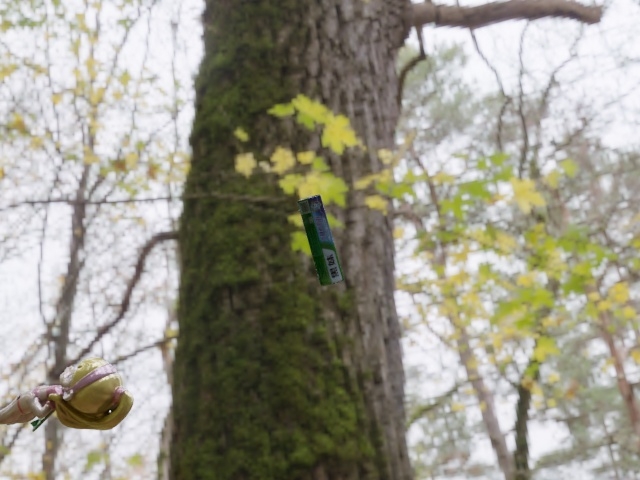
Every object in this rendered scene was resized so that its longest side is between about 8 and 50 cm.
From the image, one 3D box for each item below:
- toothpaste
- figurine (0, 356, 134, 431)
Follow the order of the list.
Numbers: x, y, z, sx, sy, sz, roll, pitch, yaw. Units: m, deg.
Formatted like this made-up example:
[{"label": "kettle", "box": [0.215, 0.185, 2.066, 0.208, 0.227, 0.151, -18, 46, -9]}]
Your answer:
[{"label": "toothpaste", "box": [0.000, 0.000, 1.014, 0.017, 0.083, 0.020, -17, 2, -36]}, {"label": "figurine", "box": [-0.290, 0.185, 1.225, 0.187, 0.083, 0.083, -19, -26, 21]}]
